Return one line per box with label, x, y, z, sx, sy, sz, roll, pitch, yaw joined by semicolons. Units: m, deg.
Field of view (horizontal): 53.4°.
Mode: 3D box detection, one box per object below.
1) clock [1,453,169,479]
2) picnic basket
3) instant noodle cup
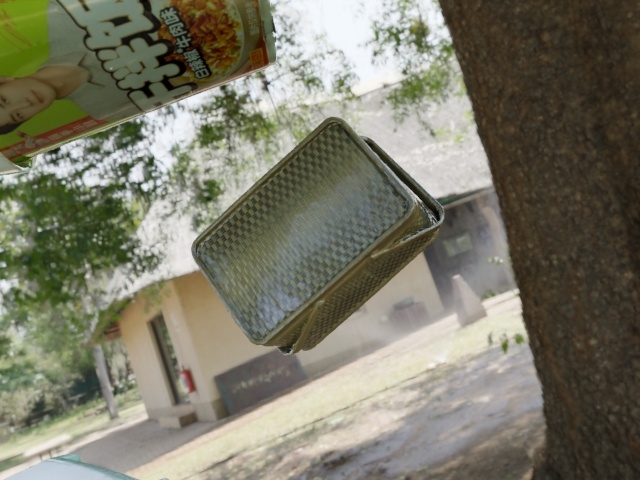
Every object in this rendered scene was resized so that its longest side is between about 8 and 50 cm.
clock;-0.184;0.317;0.490;0.116;0.262;0.231;-12;-1;-42
picnic basket;0.000;0.000;0.758;0.267;0.165;0.139;-42;-23;8
instant noodle cup;-0.217;-0.242;0.617;0.308;0.293;0.294;-17;-7;-5
